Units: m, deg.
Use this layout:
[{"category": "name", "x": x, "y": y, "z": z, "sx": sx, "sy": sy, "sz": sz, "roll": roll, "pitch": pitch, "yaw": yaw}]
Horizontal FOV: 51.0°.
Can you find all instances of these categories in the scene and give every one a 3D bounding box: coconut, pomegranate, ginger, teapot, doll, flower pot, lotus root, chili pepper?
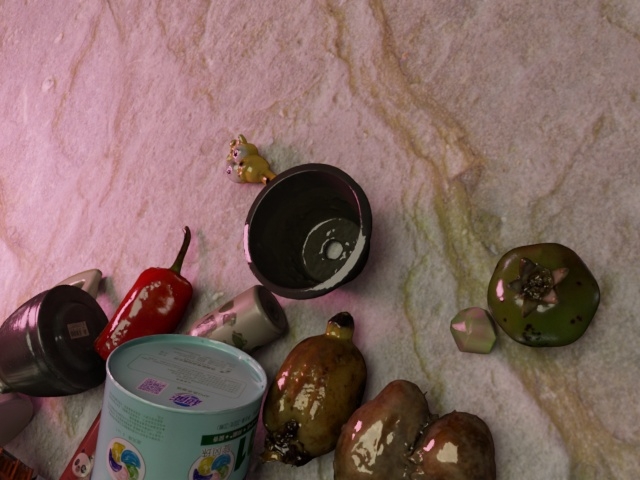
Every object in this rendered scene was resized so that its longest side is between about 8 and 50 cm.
[{"category": "coconut", "x": 0.269, "y": 0.157, "z": 1.187, "sx": 0.081, "sy": 0.082, "sz": 0.083, "roll": 11, "pitch": 119, "yaw": 4}, {"category": "pomegranate", "x": 0.357, "y": 0.083, "z": 1.085, "sx": 0.181, "sy": 0.224, "sz": 0.182, "roll": -5, "pitch": 74, "yaw": 17}, {"category": "ginger", "x": 0.175, "y": 0.371, "z": 1.109, "sx": 0.304, "sy": 0.155, "sz": 0.245, "roll": 11, "pitch": 75, "yaw": 30}, {"category": "teapot", "x": -0.629, "y": 0.206, "z": 1.519, "sx": 0.239, "sy": 0.239, "sz": 0.322, "roll": -20, "pitch": 63, "yaw": 16}, {"category": "doll", "x": -0.121, "y": -0.139, "z": 1.485, "sx": 0.291, "sy": 0.086, "sz": 0.117, "roll": 39, "pitch": 121, "yaw": 33}, {"category": "flower pot", "x": 0.000, "y": 0.000, "z": 1.324, "sx": 0.268, "sy": 0.166, "sz": 0.269, "roll": -9, "pitch": 69, "yaw": 23}, {"category": "lotus root", "x": -0.004, "y": 0.280, "z": 1.243, "sx": 0.169, "sy": 0.141, "sz": 0.314, "roll": 19, "pitch": 72, "yaw": 28}, {"category": "chili pepper", "x": -0.354, "y": 0.126, "z": 1.481, "sx": 0.134, "sy": 0.131, "sz": 0.338, "roll": 34, "pitch": 81, "yaw": 3}]

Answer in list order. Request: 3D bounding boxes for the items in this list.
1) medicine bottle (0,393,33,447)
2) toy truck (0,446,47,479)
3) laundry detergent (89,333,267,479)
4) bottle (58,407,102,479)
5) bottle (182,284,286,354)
[{"category": "medicine bottle", "x": -0.844, "y": 0.339, "z": 1.582, "sx": 0.302, "sy": 0.241, "sz": 0.241, "roll": 43, "pitch": 94, "yaw": 23}, {"category": "toy truck", "x": -0.687, "y": 0.530, "z": 1.415, "sx": 0.136, "sy": 0.305, "sz": 0.162, "roll": -41, "pitch": 20, "yaw": 7}, {"category": "laundry detergent", "x": -0.263, "y": 0.368, "z": 1.223, "sx": 0.287, "sy": 0.287, "sz": 0.305, "roll": 21, "pitch": 107, "yaw": 31}, {"category": "bottle", "x": -0.422, "y": 0.427, "z": 1.396, "sx": 0.144, "sy": 0.144, "sz": 0.336, "roll": 27, "pitch": 85, "yaw": 31}, {"category": "bottle", "x": -0.201, "y": 0.198, "z": 1.383, "sx": 0.253, "sy": 0.120, "sz": 0.120, "roll": -30, "pitch": 61, "yaw": 14}]
